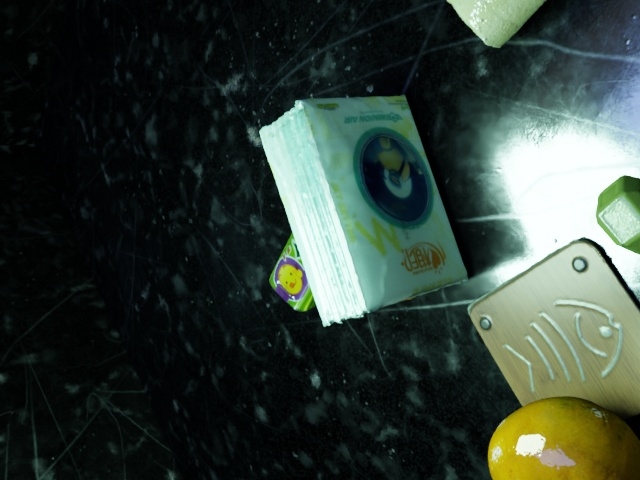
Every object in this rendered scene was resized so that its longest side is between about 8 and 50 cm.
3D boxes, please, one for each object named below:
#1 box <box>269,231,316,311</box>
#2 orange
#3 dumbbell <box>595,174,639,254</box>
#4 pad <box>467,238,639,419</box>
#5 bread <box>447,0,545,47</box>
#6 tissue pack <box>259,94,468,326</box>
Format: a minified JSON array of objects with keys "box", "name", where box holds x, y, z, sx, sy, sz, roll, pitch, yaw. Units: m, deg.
[{"box":[0.000,0.000,1.368,0.134,0.097,0.345,43,128,22],"name":"box"},{"box":[0.390,0.350,0.950,0.240,0.171,0.240,14,129,18],"name":"orange"},{"box":[0.507,-0.103,0.787,0.108,0.121,0.302,37,129,0],"name":"dumbbell"},{"box":[0.416,0.176,1.017,0.284,0.018,0.286,-44,68,42],"name":"pad"},{"box":[0.281,-0.406,0.946,0.141,0.134,0.148,-47,52,41],"name":"bread"},{"box":[0.085,-0.066,1.118,0.162,0.287,0.387,-27,79,51],"name":"tissue pack"}]
